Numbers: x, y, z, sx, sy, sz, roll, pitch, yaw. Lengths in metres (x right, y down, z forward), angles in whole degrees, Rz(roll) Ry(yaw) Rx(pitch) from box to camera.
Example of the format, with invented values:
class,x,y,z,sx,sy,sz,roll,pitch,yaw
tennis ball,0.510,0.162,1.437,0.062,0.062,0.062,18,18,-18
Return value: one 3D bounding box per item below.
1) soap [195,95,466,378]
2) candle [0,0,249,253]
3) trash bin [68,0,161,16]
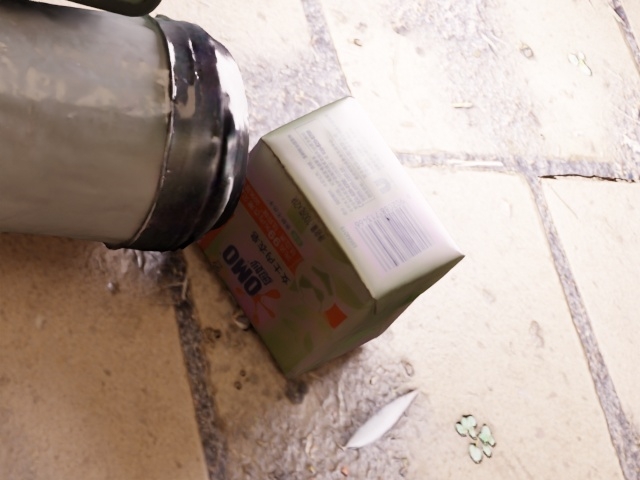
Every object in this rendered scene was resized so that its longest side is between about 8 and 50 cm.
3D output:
class,x,y,z,sx,sy,sz,roll,pitch,yaw
soap,0.000,0.000,1.549,0.138,0.182,0.199,-27,78,-40
candle,-0.246,-0.105,1.435,0.342,0.221,0.221,4,59,-28
trash bin,-0.287,-0.314,1.466,0.222,0.343,0.158,11,97,-28
